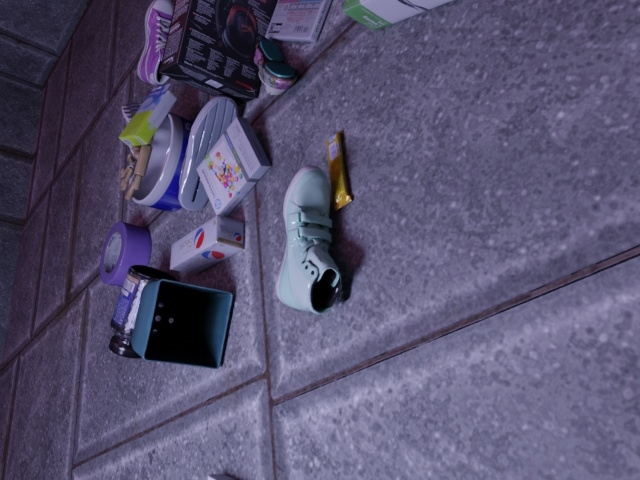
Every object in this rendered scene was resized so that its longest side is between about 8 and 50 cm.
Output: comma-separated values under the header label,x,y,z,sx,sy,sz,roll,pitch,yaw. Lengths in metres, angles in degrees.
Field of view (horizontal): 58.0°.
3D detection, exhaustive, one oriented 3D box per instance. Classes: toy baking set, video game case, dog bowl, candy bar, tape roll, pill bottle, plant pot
label,x,y,z,sx,sy,sz,roll,pitch,yaw
toy baking set,-0.519,-0.242,1.616,0.196,0.030,0.256,16,89,53
video game case,-0.037,-0.546,1.307,0.212,0.023,0.194,29,100,53
dog bowl,-0.426,-0.216,1.602,0.264,0.104,0.265,-23,59,45
candy bar,0.032,-0.134,1.068,0.040,0.018,0.162,-29,55,38
tape roll,-0.582,0.044,1.720,0.189,0.080,0.189,-24,58,45
pill bottle,-0.464,0.184,1.484,0.122,0.122,0.219,25,97,52
plant pot,-0.329,0.181,1.295,0.234,0.165,0.166,-6,72,59

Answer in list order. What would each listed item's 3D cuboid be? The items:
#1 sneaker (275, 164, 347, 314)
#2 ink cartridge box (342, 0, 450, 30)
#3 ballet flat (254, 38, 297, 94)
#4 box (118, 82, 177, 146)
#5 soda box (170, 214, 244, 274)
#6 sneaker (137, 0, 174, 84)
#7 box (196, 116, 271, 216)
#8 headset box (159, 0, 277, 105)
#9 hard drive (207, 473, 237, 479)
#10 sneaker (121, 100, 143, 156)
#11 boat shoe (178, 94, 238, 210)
label,x,y,z,sx,sy,sz,roll,pitch,yaw
sneaker,0.000,0.001,0.993,0.151,0.094,0.256,15,98,58
ink cartridge box,0.152,-0.475,0.986,0.219,0.092,0.160,3,79,51
ballet flat,-0.106,-0.377,1.301,0.222,0.076,0.079,-115,35,-47
box,-0.458,-0.336,1.551,0.109,0.042,0.178,6,62,46
soda box,-0.265,0.014,1.339,0.216,0.073,0.069,-26,57,44
sneaker,-0.505,-0.644,1.878,0.161,0.102,0.282,27,109,49
box,-0.204,-0.168,1.332,0.186,0.038,0.145,-43,63,34
headset box,-0.237,-0.506,1.382,0.110,0.218,0.294,1,78,51
hard drive,-0.156,0.617,0.998,0.233,0.047,0.353,-6,72,50
sneaker,-0.559,-0.321,1.843,0.115,0.105,0.281,97,155,-51
boat shoe,-0.297,-0.224,1.445,0.094,0.109,0.303,44,114,51
